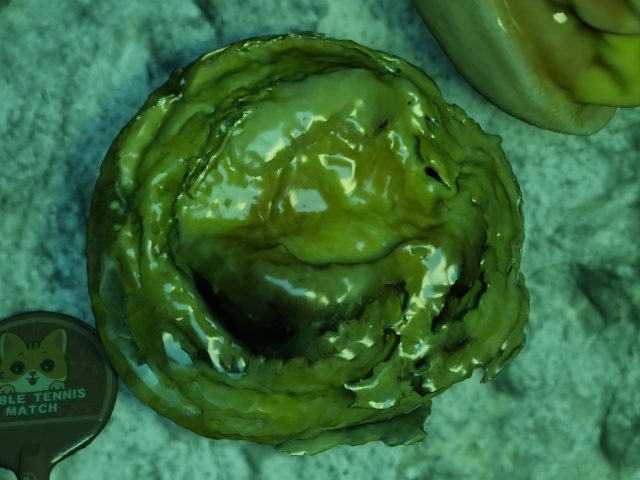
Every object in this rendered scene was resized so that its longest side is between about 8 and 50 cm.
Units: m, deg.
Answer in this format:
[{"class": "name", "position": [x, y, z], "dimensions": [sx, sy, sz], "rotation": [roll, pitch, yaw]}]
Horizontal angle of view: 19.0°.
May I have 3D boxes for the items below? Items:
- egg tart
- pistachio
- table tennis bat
[{"class": "egg tart", "position": [0.000, 0.000, 1.194], "dimensions": [0.297, 0.132, 0.297], "rotation": [2, 82, -11]}, {"class": "pistachio", "position": [0.146, -0.224, 1.185], "dimensions": [0.230, 0.230, 0.309], "rotation": [-28, 94, -8]}, {"class": "table tennis bat", "position": [-0.173, 0.144, 1.215], "dimensions": [0.107, 0.119, 0.170], "rotation": [-6, 54, 0]}]
